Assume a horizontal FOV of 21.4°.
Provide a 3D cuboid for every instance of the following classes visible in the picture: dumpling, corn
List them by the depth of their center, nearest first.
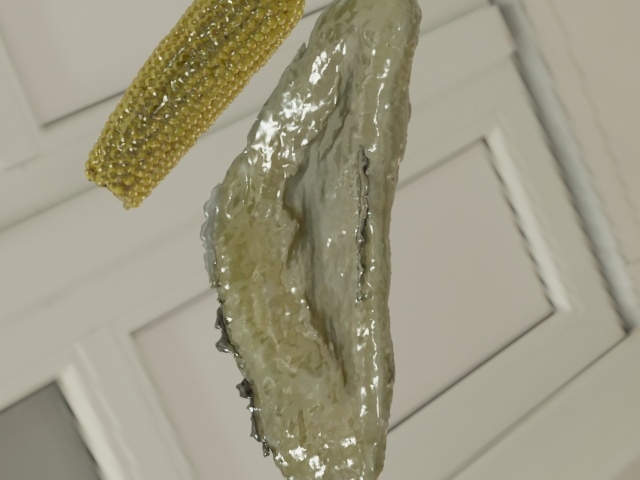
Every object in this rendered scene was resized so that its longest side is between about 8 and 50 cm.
[{"bbox_3d":[0.005,0.001,1.106,0.166,0.086,0.332,1,81,47],"label":"dumpling"},{"bbox_3d":[-0.130,-0.173,1.747,0.101,0.101,0.310,42,92,18],"label":"corn"}]
